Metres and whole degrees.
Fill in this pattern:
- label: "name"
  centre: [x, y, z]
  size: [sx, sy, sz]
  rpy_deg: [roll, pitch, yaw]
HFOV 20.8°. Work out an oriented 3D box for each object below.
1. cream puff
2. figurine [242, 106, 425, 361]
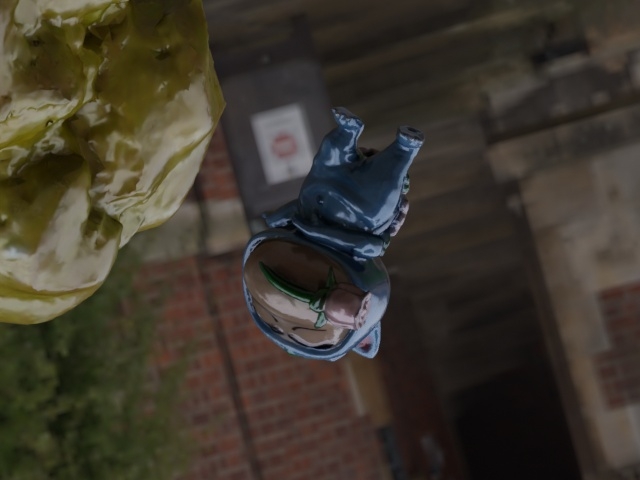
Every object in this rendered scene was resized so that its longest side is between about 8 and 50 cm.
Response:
- label: "cream puff"
  centre: [-0.187, -0.129, 0.892]
  size: [0.291, 0.324, 0.257]
  rpy_deg: [-6, 163, -20]
- label: "figurine"
  centre: [0.003, 0.003, 1.171]
  size: [0.114, 0.178, 0.144]
  rpy_deg: [23, -161, 7]
